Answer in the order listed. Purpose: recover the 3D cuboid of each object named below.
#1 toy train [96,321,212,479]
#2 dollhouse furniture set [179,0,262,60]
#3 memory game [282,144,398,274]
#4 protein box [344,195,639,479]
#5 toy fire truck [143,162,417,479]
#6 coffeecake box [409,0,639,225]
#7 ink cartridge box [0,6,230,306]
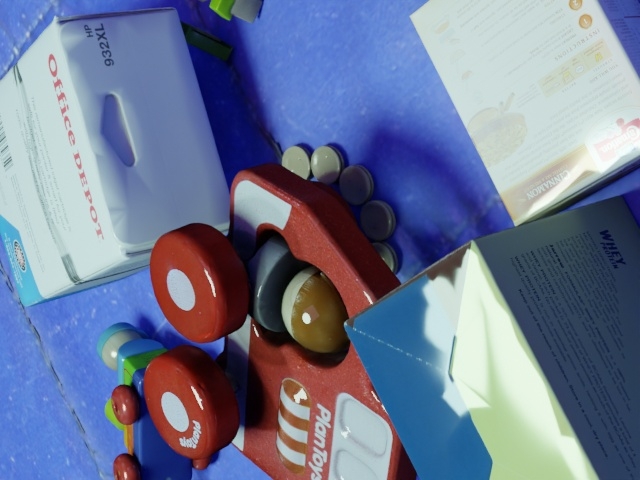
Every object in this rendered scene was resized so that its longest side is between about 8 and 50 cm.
[{"bbox_3d":[-0.196,0.222,1.227,0.143,0.105,0.248,37,131,49],"label":"toy train"},{"bbox_3d":[-0.085,-0.252,1.050,0.076,0.058,0.152,34,102,40],"label":"dollhouse furniture set"},{"bbox_3d":[0.000,0.000,1.041,0.186,0.012,0.186,13,109,40],"label":"memory game"},{"bbox_3d":[0.163,0.097,0.786,0.136,0.201,0.200,-36,76,42],"label":"protein box"},{"bbox_3d":[-0.007,0.099,0.933,0.254,0.169,0.302,31,128,35],"label":"toy fire truck"},{"bbox_3d":[0.171,-0.126,0.816,0.142,0.068,0.185,-33,77,42],"label":"coffeecake box"},{"bbox_3d":[-0.229,-0.073,1.110,0.307,0.129,0.223,-20,86,57],"label":"ink cartridge box"}]
